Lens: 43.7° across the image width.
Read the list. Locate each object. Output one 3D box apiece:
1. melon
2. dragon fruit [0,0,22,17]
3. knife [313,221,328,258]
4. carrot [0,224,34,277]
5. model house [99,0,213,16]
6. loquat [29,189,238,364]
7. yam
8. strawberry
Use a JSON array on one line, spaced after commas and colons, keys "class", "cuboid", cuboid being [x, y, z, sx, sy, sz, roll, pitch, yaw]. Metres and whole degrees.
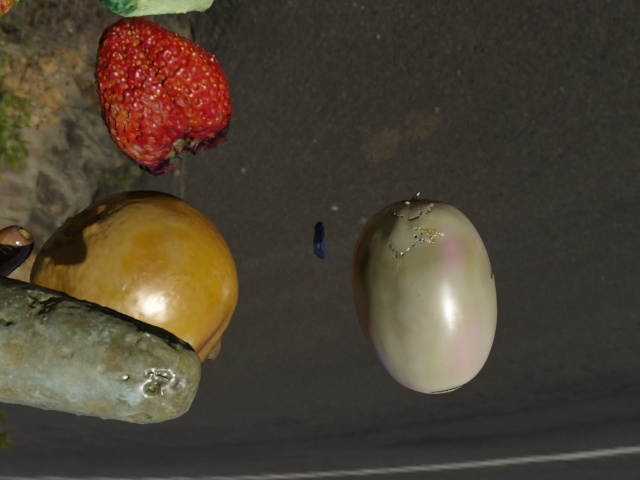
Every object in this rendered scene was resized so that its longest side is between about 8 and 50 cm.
[{"class": "melon", "cuboid": [0.163, 0.083, 1.263, 0.223, 0.317, 0.223, -8, -170, 2]}, {"class": "dragon fruit", "cuboid": [-0.638, -0.477, 1.512, 0.138, 0.175, 0.142, 10, -153, 23]}, {"class": "knife", "cuboid": [0.000, 0.000, 1.711, 0.031, 0.018, 0.121, 22, 149, 16]}, {"class": "carrot", "cuboid": [-0.403, 0.054, 0.917, 0.191, 0.047, 0.047, -42, 147, 9]}, {"class": "model house", "cuboid": [-0.206, -0.434, 1.045, 0.195, 0.214, 0.189, -16, 172, -46]}, {"class": "loquat", "cuboid": [-0.286, 0.079, 1.250, 0.328, 0.328, 0.328, 3, 161, 1]}, {"class": "yam", "cuboid": [-0.278, 0.107, 0.804, 0.330, 0.133, 0.133, 12, 162, 8]}, {"class": "strawberry", "cuboid": [-0.309, -0.284, 1.497, 0.288, 0.250, 0.238, 53, 178, -30]}]
